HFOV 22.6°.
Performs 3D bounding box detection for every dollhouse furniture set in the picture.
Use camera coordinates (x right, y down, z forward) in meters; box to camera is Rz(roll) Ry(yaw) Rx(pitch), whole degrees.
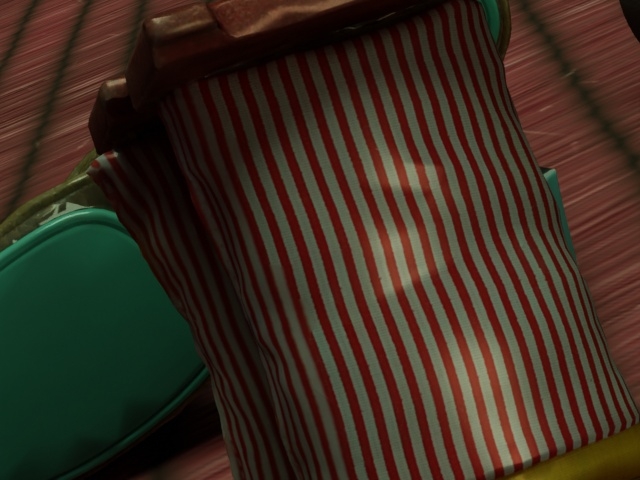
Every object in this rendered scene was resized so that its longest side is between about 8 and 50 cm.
[{"bbox_3d":[-0.090,0.072,0.440,0.374,0.201,0.152,-22,0,-16],"label":"dollhouse furniture set"}]

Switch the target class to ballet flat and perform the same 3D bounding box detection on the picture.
[{"bbox_3d":[-0.063,-0.015,0.701,0.342,0.116,0.124,-45,18,6],"label":"ballet flat"}]

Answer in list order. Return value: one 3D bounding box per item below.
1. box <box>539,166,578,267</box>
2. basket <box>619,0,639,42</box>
[{"bbox_3d":[0.000,0.000,0.784,0.100,0.060,0.244,-32,27,-32],"label":"box"},{"bbox_3d":[0.283,-0.155,0.851,0.204,0.154,0.227,-30,22,-34],"label":"basket"}]
